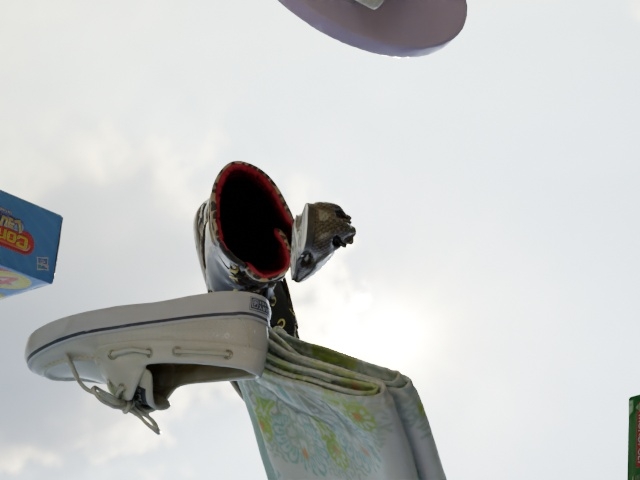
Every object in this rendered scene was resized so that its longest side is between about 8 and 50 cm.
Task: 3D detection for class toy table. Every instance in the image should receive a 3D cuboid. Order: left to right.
[{"bbox_3d":[0.063,-0.325,1.577,0.161,0.274,0.252,139,-38,-59],"label":"toy table"}]

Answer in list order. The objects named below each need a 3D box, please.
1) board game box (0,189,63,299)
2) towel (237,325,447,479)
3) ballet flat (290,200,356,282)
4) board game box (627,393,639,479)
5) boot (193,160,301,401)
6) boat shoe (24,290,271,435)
[{"bbox_3d":[-0.503,-0.007,1.634,0.302,0.308,0.086,-16,-120,41],"label":"board game box"},{"bbox_3d":[0.036,0.299,1.930,0.090,0.374,0.320,-34,-150,-29],"label":"towel"},{"bbox_3d":[0.000,0.000,1.649,0.058,0.084,0.250,2,170,-6],"label":"ballet flat"},{"bbox_3d":[0.468,0.370,1.829,0.046,0.214,0.317,-27,-132,48],"label":"board game box"},{"bbox_3d":[-0.095,0.074,2.212,0.138,0.377,0.284,-12,167,-12],"label":"boot"},{"bbox_3d":[-0.230,0.175,1.912,0.367,0.136,0.156,-10,-114,21],"label":"boat shoe"}]
